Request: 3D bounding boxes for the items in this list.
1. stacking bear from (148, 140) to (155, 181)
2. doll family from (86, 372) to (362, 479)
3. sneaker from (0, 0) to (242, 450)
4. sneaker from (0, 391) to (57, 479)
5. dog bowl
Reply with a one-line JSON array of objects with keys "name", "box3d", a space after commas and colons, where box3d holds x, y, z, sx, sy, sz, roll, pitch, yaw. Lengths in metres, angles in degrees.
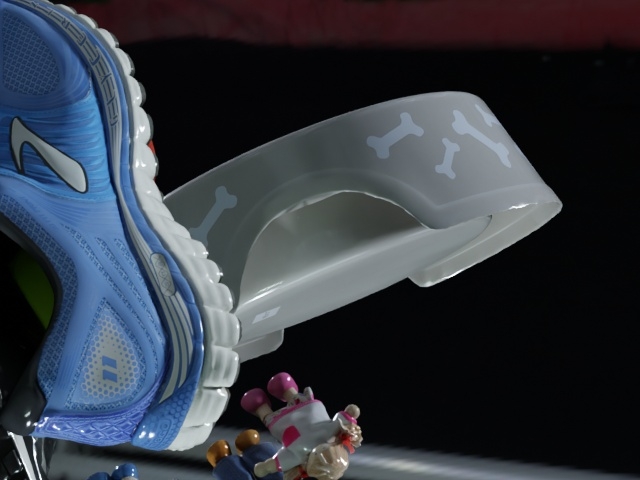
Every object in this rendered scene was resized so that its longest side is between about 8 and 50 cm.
[{"name": "stacking bear", "box3d": [-0.257, -0.039, 1.018, 0.289, 0.175, 0.164, -20, -178, -35]}, {"name": "doll family", "box3d": [-0.068, 0.241, 1.138, 0.263, 0.118, 0.163, -29, -144, -12]}, {"name": "sneaker", "box3d": [-0.169, -0.026, 0.722, 0.147, 0.130, 0.330, 1, -137, -39]}, {"name": "sneaker", "box3d": [-0.257, 0.181, 1.129, 0.107, 0.283, 0.124, -7, -178, 25]}, {"name": "dog bowl", "box3d": [0.000, 0.000, 0.981, 0.348, 0.102, 0.349, -22, 170, -4]}]
